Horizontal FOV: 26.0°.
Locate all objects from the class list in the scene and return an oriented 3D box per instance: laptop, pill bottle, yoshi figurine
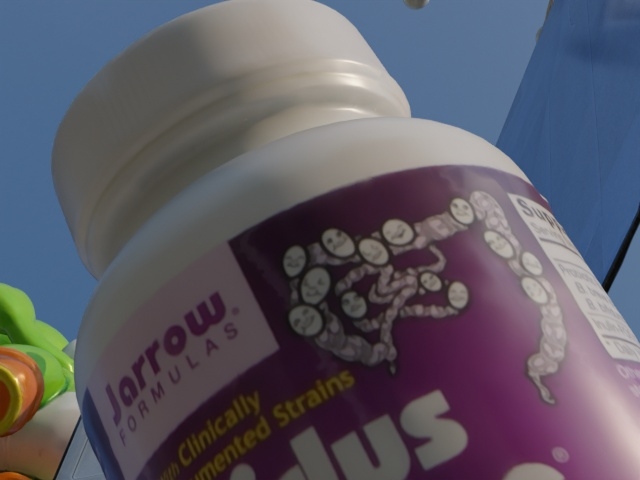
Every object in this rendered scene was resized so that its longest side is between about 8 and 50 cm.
[{"bbox_3d":[0.000,0.000,0.759,0.408,0.382,0.236,-12,-61,17],"label":"laptop"},{"bbox_3d":[0.023,0.070,0.430,0.169,0.169,0.301,-38,-120,14],"label":"pill bottle"},{"bbox_3d":[-0.249,0.139,1.104,0.203,0.362,0.203,-43,-95,7],"label":"yoshi figurine"}]

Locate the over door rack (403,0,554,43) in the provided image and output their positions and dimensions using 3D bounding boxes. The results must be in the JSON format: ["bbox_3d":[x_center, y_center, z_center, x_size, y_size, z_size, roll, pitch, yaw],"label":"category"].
[{"bbox_3d":[0.197,-0.197,1.096,0.240,0.324,0.108,19,-84,10],"label":"over door rack"}]
